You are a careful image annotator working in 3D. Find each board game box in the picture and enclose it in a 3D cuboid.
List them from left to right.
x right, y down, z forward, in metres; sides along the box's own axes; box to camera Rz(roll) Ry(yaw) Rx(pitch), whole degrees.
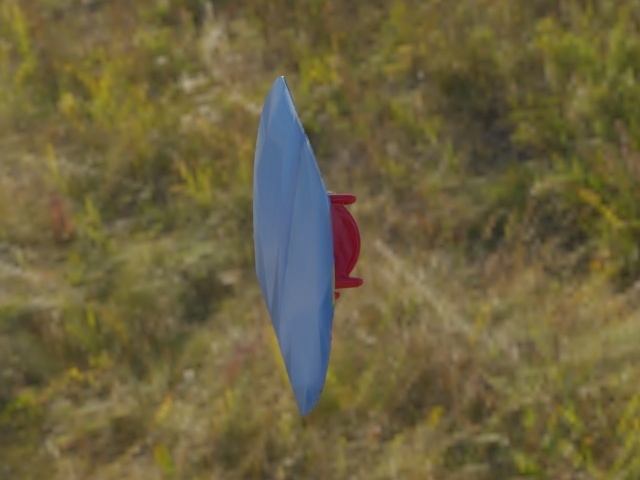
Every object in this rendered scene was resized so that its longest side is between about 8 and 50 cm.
[{"bbox_3d":[0.000,0.000,0.901,0.033,0.133,0.169,-3,39,-14],"label":"board game box"}]
